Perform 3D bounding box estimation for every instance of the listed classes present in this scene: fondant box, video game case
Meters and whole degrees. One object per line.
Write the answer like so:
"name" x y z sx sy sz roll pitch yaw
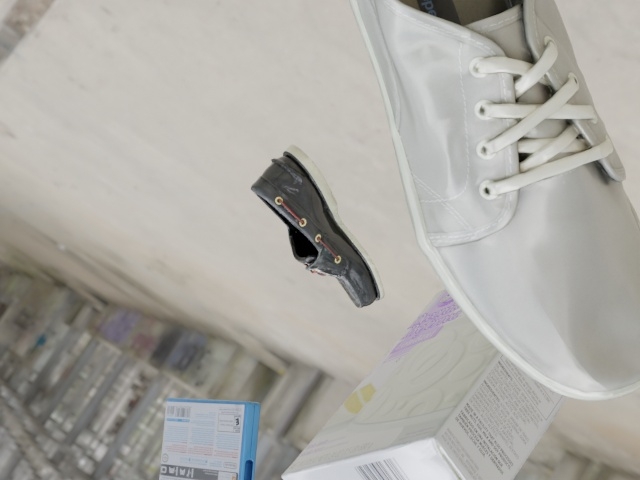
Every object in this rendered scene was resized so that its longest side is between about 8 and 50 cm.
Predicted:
"fondant box" 0.142 0.149 1.223 0.238 0.330 0.096 -26 103 49
"video game case" -0.093 0.209 0.946 0.015 0.166 0.119 12 168 -38

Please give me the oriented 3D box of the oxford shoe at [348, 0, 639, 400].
"oxford shoe" 0.137 -0.086 0.885 0.449 0.169 0.130 67 163 -2

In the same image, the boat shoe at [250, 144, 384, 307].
"boat shoe" -0.001 -0.001 0.762 0.049 0.042 0.133 35 163 49
